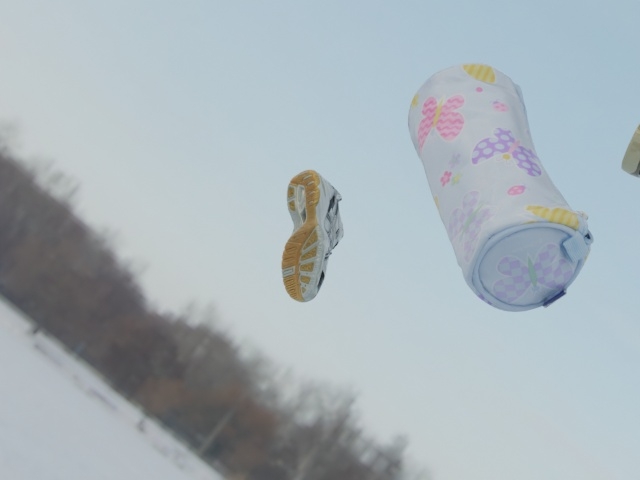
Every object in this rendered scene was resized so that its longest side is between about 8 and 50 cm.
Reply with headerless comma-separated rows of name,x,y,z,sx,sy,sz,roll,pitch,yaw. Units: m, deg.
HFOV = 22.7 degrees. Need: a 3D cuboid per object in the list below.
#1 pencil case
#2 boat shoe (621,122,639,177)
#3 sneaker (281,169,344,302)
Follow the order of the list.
pencil case,0.168,-0.058,1.540,0.113,0.124,0.273,39,21,-36
boat shoe,0.483,-0.114,2.091,0.103,0.113,0.302,27,22,19
sneaker,0.000,0.000,0.938,0.032,0.083,0.037,-13,-30,36
